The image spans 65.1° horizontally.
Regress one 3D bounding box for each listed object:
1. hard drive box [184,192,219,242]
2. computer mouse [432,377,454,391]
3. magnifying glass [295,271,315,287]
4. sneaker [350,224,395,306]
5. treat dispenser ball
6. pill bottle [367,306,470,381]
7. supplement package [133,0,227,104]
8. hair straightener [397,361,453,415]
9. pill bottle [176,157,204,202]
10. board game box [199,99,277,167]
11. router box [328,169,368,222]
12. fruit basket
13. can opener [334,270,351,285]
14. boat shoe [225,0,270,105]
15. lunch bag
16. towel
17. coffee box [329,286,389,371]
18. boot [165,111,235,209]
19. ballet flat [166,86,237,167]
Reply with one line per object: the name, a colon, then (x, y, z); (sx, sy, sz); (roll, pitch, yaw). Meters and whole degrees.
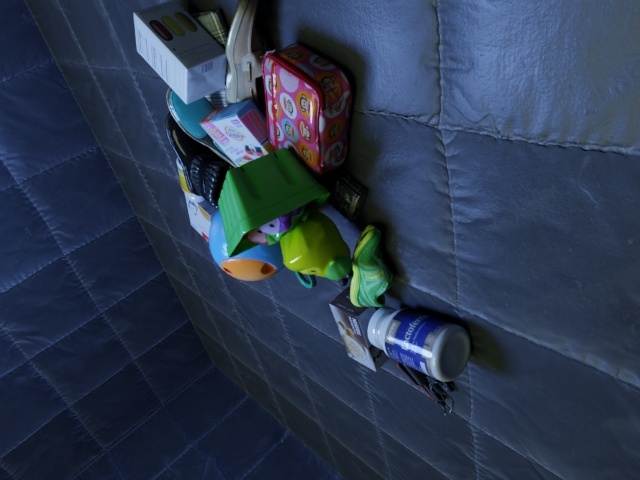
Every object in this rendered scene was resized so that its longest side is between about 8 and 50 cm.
hard drive box: (-0.485, -0.108, 2.162); (0.181, 0.089, 0.232); (41, 150, 23)
computer mouse: (0.327, 0.368, 1.535); (0.242, 0.041, 0.071); (48, 161, -4)
magnifying glass: (-0.071, 0.080, 1.821); (0.092, 0.026, 0.231); (25, 143, 42)
sneaker: (0.153, 0.075, 1.418); (0.123, 0.109, 0.296); (11, 133, 14)
treat dispenser ball: (-0.227, -0.008, 1.670); (0.288, 0.288, 0.288); (37, 148, 28)
pill bottle: (0.266, 0.276, 1.391); (0.264, 0.153, 0.153); (13, 132, 50)
supplement package: (-0.393, -0.529, 1.405); (0.244, 0.139, 0.134); (47, 150, 13)
hair straightener: (0.345, 0.467, 1.600); (0.230, 0.047, 0.089); (52, 152, 2)
pill bottle: (-0.499, -0.251, 1.991); (0.117, 0.117, 0.208); (41, 150, 22)
board game box: (-0.181, -0.254, 1.470); (0.242, 0.064, 0.316); (9, 146, 53)
router box: (0.074, -0.118, 1.358); (0.092, 0.038, 0.122); (44, 151, 18)
fruit basket: (-0.095, -0.022, 1.348); (0.392, 0.282, 0.392); (51, 157, 32)
can opener: (0.049, 0.062, 1.573); (0.073, 0.059, 0.186); (-4, 120, 22)
boat shoe: (-0.176, -0.476, 1.274); (0.110, 0.122, 0.341); (13, 155, -6)
lunch bag: (-0.048, -0.324, 1.237); (0.258, 0.120, 0.293); (42, 151, 29)
towel: (-0.340, -0.520, 1.513); (0.324, 0.056, 0.312); (20, 138, 47)
coffee box: (0.138, 0.294, 1.663); (0.141, 0.098, 0.247); (19, 137, 47)
boot: (-0.408, -0.289, 1.748); (0.260, 0.131, 0.348); (27, 139, 54)
ballet flat: (-0.345, -0.349, 1.565); (0.348, 0.123, 0.123); (40, 161, -32)
